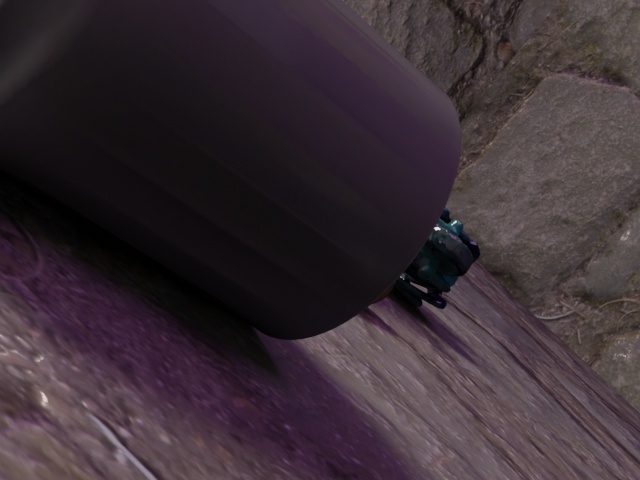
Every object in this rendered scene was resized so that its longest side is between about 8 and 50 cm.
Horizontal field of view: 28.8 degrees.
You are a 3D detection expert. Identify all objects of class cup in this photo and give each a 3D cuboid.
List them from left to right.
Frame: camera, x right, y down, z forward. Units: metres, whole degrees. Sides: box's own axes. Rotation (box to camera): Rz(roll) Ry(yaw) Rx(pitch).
[{"bbox_3d":[-0.117,-0.105,0.899,0.327,0.237,0.323,34,-21,-32],"label":"cup"}]

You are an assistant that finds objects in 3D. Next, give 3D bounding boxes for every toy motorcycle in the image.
[{"bbox_3d":[0.088,-0.019,1.696,0.260,0.154,0.206,35,-16,3],"label":"toy motorcycle"}]

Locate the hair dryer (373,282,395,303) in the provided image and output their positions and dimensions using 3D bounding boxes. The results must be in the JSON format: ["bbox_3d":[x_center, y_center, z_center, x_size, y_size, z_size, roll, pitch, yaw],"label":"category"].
[{"bbox_3d":[0.000,0.000,1.420,0.117,0.064,0.181,33,4,-44],"label":"hair dryer"}]
